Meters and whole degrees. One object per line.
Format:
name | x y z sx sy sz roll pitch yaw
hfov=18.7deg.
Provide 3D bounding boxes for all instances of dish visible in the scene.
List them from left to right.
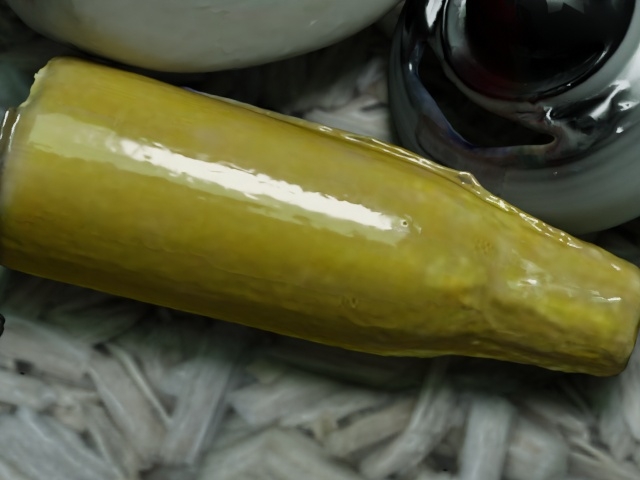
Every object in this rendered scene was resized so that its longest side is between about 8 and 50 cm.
dish | 0.155 -0.151 1.350 0.273 0.134 0.273 -11 63 23

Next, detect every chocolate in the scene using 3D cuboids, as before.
chocolate | 0.000 0.000 1.328 0.445 0.162 0.162 15 62 1

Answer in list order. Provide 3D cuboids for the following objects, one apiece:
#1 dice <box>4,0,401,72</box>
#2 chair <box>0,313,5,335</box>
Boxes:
dice | -0.092 -0.307 1.359 0.304 0.277 0.304 -15 48 -23
chair | -0.332 0.098 1.247 0.136 0.147 0.270 27 62 11
